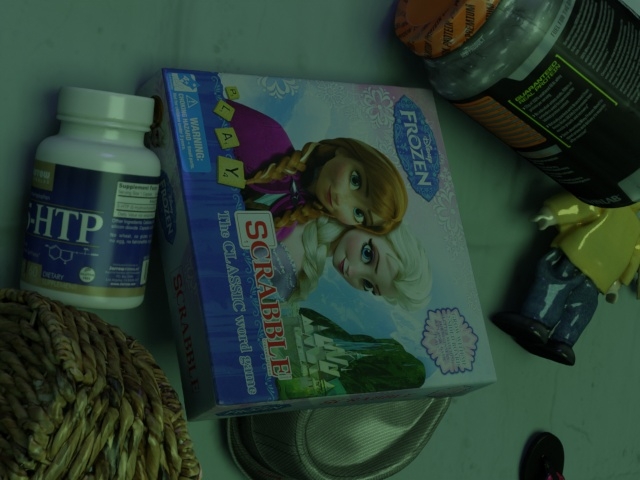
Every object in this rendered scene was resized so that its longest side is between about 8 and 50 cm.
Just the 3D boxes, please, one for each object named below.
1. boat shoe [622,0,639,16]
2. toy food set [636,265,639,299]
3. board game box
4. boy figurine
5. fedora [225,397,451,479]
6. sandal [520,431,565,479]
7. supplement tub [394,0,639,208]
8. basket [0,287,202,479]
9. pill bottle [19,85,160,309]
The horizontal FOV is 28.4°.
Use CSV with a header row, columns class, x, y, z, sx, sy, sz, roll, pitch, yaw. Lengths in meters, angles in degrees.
class,x,y,z,sx,sy,sz,roll,pitch,yaw
boat shoe,0.390,-0.363,1.423,0.301,0.108,0.102,-67,172,18
toy food set,0.424,0.034,1.602,0.122,0.019,0.078,-16,111,-48
board game box,0.000,0.000,1.209,0.317,0.066,0.319,-1,72,-34
boy figurine,0.310,-0.003,1.484,0.177,0.092,0.285,34,79,-33
fedora,0.039,0.164,1.313,0.275,0.124,0.244,-15,107,-31
sandal,0.277,0.324,1.552,0.067,0.040,0.179,3,97,-34
supplement tub,0.242,-0.186,1.330,0.316,0.193,0.194,33,80,-27
basket,-0.202,0.173,1.048,0.223,0.299,0.214,30,80,-32
pill bottle,-0.201,-0.039,1.121,0.112,0.112,0.187,5,96,-34
